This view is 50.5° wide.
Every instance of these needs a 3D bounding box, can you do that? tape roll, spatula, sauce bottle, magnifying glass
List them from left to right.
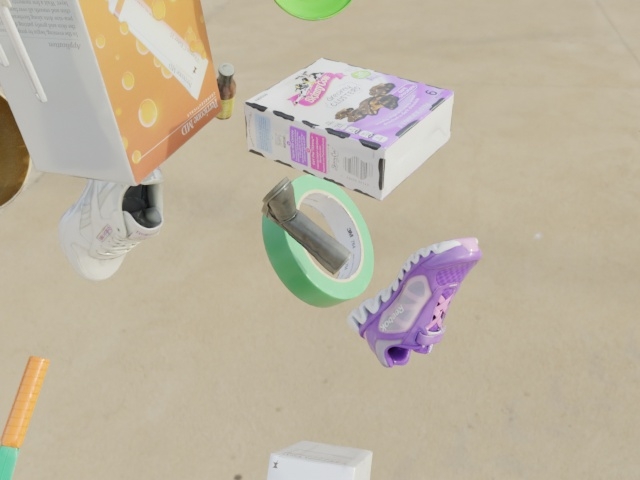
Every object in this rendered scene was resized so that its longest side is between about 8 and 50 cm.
[{"bbox_3d":[-0.344,-0.249,0.665,0.168,0.242,0.019,38,67,11],"label":"spatula"},{"bbox_3d":[-0.319,0.232,0.681,0.026,0.092,0.231,18,72,-23],"label":"magnifying glass"},{"bbox_3d":[-0.164,-0.254,1.152,0.042,0.128,0.042,5,65,-10],"label":"sauce bottle"},{"bbox_3d":[0.000,0.000,1.653,0.077,0.321,0.321,-26,18,37],"label":"tape roll"}]

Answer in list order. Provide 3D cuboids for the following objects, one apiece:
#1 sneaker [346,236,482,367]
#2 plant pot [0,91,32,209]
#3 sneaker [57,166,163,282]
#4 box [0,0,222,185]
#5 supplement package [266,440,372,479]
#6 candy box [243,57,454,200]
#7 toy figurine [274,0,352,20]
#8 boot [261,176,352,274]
[{"bbox_3d":[0.134,0.088,0.885,0.095,0.236,0.105,1,53,-39],"label":"sneaker"},{"bbox_3d":[-0.691,-0.150,1.201,0.254,0.237,0.237,-6,29,33],"label":"plant pot"},{"bbox_3d":[-0.322,-0.026,1.053,0.114,0.305,0.152,-14,53,-41],"label":"sneaker"},{"bbox_3d":[-0.270,-0.273,0.815,0.168,0.345,0.215,10,40,22],"label":"box"},{"bbox_3d":[0.000,0.413,1.107,0.138,0.244,0.134,5,79,12],"label":"supplement package"},{"bbox_3d":[0.034,-0.143,0.817,0.196,0.070,0.165,22,44,27],"label":"candy box"},{"bbox_3d":[-0.037,-0.375,0.875,0.130,0.173,0.159,-28,25,-5],"label":"toy figurine"},{"bbox_3d":[-0.025,-0.024,1.392,0.076,0.190,0.208,-42,85,-12],"label":"boot"}]
